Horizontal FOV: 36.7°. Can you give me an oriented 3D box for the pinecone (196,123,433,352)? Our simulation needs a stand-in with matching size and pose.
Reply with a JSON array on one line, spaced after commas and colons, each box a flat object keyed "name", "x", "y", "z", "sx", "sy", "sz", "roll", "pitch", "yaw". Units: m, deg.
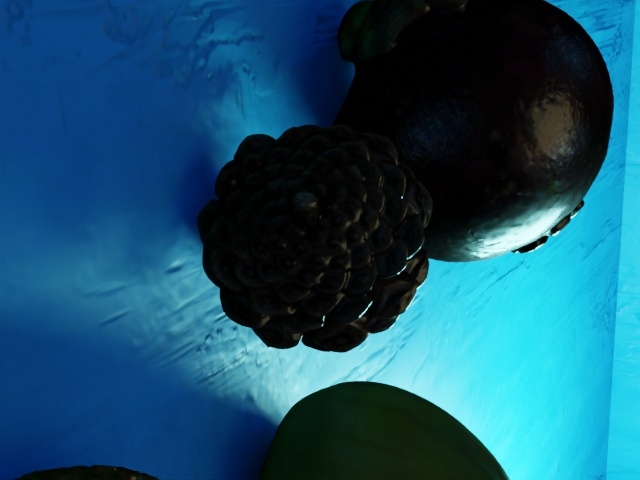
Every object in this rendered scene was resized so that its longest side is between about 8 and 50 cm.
[{"name": "pinecone", "x": 0.000, "y": 0.000, "z": 0.831, "sx": 0.208, "sy": 0.208, "sz": 0.207, "roll": -22, "pitch": 116, "yaw": -57}]

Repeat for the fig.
[{"name": "fig", "x": 0.071, "y": 0.261, "z": 0.934, "sx": 0.239, "sy": 0.271, "sz": 0.239, "roll": 9, "pitch": 90, "yaw": -74}]

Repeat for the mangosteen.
[{"name": "mangosteen", "x": 0.143, "y": -0.129, "z": 0.964, "sx": 0.311, "sy": 0.311, "sz": 0.311, "roll": -22, "pitch": 116, "yaw": -57}]

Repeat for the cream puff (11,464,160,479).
[{"name": "cream puff", "x": -0.155, "y": 0.290, "z": 0.604, "sx": 0.303, "sy": 0.212, "sz": 0.303, "roll": -10, "pitch": 102, "yaw": -62}]
